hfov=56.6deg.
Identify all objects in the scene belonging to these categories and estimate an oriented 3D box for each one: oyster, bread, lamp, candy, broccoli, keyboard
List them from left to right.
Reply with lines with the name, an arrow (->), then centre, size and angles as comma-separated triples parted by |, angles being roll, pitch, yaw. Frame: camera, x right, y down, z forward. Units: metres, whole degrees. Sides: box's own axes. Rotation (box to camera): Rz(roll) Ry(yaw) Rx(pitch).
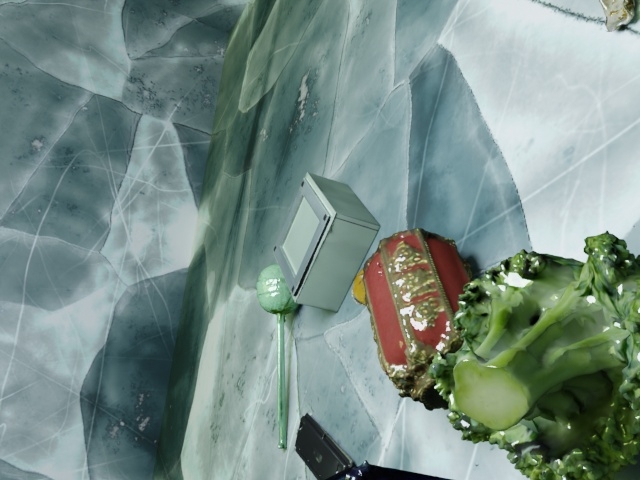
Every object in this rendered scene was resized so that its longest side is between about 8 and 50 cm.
candy -> -0.094, 0.270, 1.436 | 0.119, 0.119, 0.440 | -32, 57, 56
keyboard -> 0.003, 0.430, 1.195 | 0.230, 0.025, 0.094 | 22, 97, 65
bread -> 0.102, 0.078, 1.160 | 0.106, 0.053, 0.072 | -46, 40, 37
lamp -> 0.158, 0.110, 0.889 | 0.177, 0.177, 0.274 | -54, 33, 38
broccoli -> 0.251, 0.133, 0.627 | 0.260, 0.235, 0.288 | -55, -12, -60
oyster -> 0.397, -0.323, 0.799 | 0.051, 0.034, 0.093 | 125, 141, -68

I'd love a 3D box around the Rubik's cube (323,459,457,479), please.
Rubik's cube -> 0.089, 0.446, 0.745 | 0.246, 0.248, 0.250 | -47, 35, 44

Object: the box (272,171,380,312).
box -> 0.000, 0.000, 1.340 | 0.225, 0.117, 0.225 | -65, 27, 20
